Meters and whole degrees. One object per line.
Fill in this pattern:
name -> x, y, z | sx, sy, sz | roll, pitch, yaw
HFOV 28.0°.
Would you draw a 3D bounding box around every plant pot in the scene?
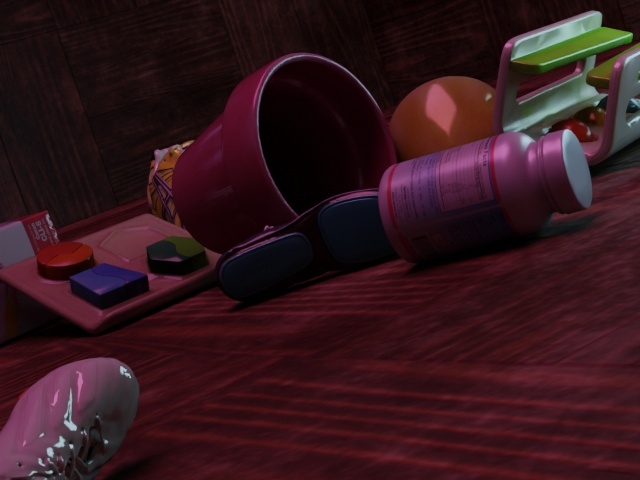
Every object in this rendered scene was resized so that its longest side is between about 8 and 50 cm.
plant pot -> 0.142, -0.089, 1.329 | 0.134, 0.134, 0.095 | -18, 33, 6
plant pot -> -0.050, -0.069, 1.321 | 0.180, 0.201, 0.201 | -20, 4, 43

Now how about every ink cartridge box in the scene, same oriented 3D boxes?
ink cartridge box -> -0.398, 0.058, 1.494 | 0.176, 0.127, 0.128 | -26, 11, -42

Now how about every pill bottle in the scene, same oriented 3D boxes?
pill bottle -> 0.135, -0.039, 1.050 | 0.160, 0.087, 0.087 | -14, 8, 28

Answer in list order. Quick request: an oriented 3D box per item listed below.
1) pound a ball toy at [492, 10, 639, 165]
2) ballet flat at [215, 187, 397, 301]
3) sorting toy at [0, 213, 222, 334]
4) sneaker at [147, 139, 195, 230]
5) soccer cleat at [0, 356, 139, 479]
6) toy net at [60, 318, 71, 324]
pound a ball toy -> 0.316, -0.139, 1.319 | 0.208, 0.136, 0.319 | 15, 23, 27
ballet flat -> 0.000, 0.000, 1.179 | 0.203, 0.074, 0.074 | -20, 7, 3
sorting toy -> -0.184, 0.009, 1.440 | 0.307, 0.041, 0.229 | -24, 28, -37
sneaker -> -0.159, -0.063, 1.727 | 0.145, 0.147, 0.384 | -20, 8, -26
soccer cleat -> -0.152, 0.123, 0.667 | 0.076, 0.068, 0.196 | -6, 21, 39
toy net -> -0.232, 0.042, 1.525 | 0.122, 0.045, 0.232 | -11, 11, 42
